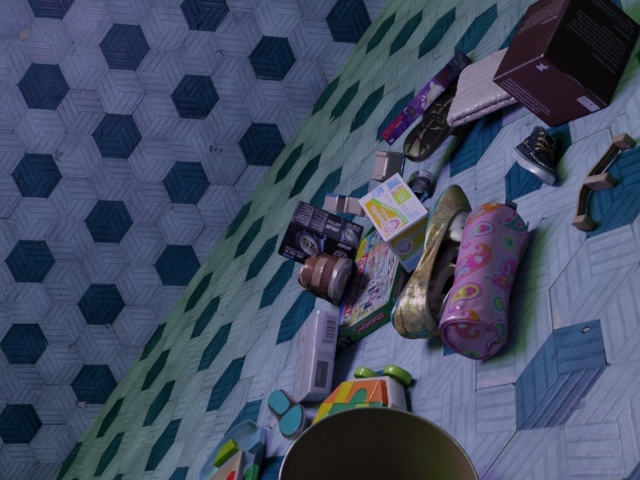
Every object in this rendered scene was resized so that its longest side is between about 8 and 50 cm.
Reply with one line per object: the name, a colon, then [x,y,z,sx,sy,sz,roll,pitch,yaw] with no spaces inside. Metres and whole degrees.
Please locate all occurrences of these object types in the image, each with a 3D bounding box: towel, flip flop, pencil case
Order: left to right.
flip flop: [0.313,-0.281,2.218,0.277,0.080,0.112,-47,43,-9]
pencil case: [0.288,0.064,1.605,0.124,0.124,0.284,-36,25,48]
towel: [0.412,-0.366,2.080,0.282,0.049,0.187,-20,35,40]

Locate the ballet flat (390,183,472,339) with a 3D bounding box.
ballet flat: [0.249,0.041,1.789,0.123,0.123,0.349,-26,33,59]

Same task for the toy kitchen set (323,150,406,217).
toy kitchen set: [0.127,-0.137,2.246,0.207,0.122,0.166,13,94,53]

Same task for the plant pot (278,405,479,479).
plant pot: [0.080,0.412,1.339,0.284,0.284,0.191,-75,-10,-48]

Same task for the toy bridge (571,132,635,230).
toy bridge: [0.470,-0.099,1.561,0.188,0.026,0.063,-60,16,-16]

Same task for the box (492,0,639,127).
box: [0.476,-0.363,1.791,0.203,0.168,0.167,-61,18,-19]

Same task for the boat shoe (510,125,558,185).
boat shoe: [0.419,-0.168,1.759,0.083,0.065,0.183,-53,16,13]

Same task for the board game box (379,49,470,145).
board game box: [0.277,-0.376,2.403,0.208,0.056,0.347,-41,4,29]

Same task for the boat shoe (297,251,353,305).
boat shoe: [0.008,0.081,2.196,0.324,0.116,0.123,93,-165,-80]

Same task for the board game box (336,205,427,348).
board game box: [0.136,0.076,2.113,0.213,0.046,0.317,-38,24,43]

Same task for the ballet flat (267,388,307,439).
ballet flat: [-0.059,0.390,2.029,0.072,0.068,0.213,-44,22,-3]

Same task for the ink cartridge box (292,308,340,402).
ink cartridge box: [-0.013,0.272,2.085,0.232,0.066,0.189,111,166,-70]

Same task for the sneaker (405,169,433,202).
sneaker: [0.207,-0.098,2.225,0.166,0.065,0.076,-47,26,39]

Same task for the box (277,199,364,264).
box: [0.000,0.000,2.334,0.147,0.180,0.078,116,175,-50]

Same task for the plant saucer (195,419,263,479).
plant saucer: [-0.224,0.574,2.174,0.317,0.043,0.318,-48,18,21]

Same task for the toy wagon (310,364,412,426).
toy wagon: [0.080,0.354,1.708,0.344,0.068,0.267,-21,38,62]

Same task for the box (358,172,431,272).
box: [0.179,-0.041,2.006,0.114,0.103,0.203,-36,32,4]

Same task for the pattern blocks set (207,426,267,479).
pattern blocks set: [-0.228,0.568,2.074,0.325,0.026,0.285,-42,22,37]
